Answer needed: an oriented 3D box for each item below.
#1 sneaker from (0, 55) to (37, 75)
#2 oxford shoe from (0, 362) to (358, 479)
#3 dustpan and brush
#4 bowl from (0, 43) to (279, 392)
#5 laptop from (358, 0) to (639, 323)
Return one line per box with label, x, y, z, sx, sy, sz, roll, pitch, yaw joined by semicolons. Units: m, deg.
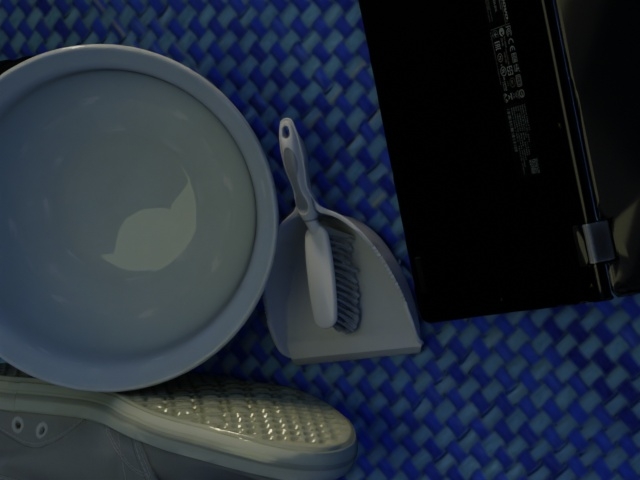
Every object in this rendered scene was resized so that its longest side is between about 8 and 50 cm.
sneaker;-0.368;-0.098;1.757;0.341;0.125;0.139;6;111;6
oxford shoe;-0.148;0.184;1.680;0.449;0.169;0.130;2;94;40
dustpan and brush;0.000;0.000;1.623;0.147;0.060;0.211;-8;90;35
bowl;-0.178;-0.026;1.663;0.298;0.134;0.298;1;99;4
laptop;0.238;-0.154;1.482;0.408;0.236;0.382;-13;87;61
